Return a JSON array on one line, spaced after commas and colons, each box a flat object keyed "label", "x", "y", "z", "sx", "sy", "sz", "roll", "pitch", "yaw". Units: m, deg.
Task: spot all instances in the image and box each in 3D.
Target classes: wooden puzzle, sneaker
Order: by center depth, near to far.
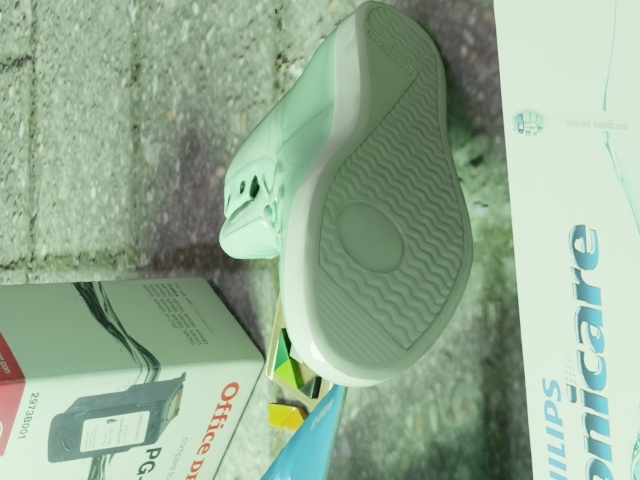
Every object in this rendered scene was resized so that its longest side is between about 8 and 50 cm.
[{"label": "sneaker", "x": 0.000, "y": 0.000, "z": 0.619, "sx": 0.151, "sy": 0.094, "sz": 0.256, "roll": -45, "pitch": 25, "yaw": 38}, {"label": "wooden puzzle", "x": -0.010, "y": 0.072, "z": 0.744, "sx": 0.078, "sy": 0.014, "sz": 0.116, "roll": 14, "pitch": 100, "yaw": 51}]

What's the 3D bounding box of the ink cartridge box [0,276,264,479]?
[{"label": "ink cartridge box", "x": -0.178, "y": 0.123, "z": 0.777, "sx": 0.100, "sy": 0.237, "sz": 0.172, "roll": 47, "pitch": 124, "yaw": 38}]

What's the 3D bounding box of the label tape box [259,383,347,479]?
[{"label": "label tape box", "x": 0.004, "y": 0.275, "z": 0.562, "sx": 0.249, "sy": 0.115, "sz": 0.348, "roll": 120, "pitch": 162, "yaw": -58}]

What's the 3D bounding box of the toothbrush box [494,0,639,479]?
[{"label": "toothbrush box", "x": 0.195, "y": 0.020, "z": 0.335, "sx": 0.295, "sy": 0.126, "sz": 0.217, "roll": 12, "pitch": 112, "yaw": 57}]
